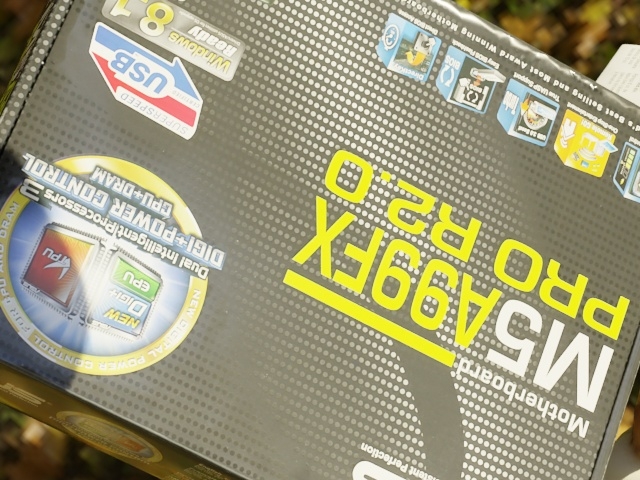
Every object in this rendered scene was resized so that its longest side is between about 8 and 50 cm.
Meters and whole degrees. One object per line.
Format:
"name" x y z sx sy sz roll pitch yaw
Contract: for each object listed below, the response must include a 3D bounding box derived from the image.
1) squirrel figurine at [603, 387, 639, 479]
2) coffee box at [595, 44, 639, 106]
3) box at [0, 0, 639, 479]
"squirrel figurine" 0.319 0.276 1.169 0.370 0.397 0.281 39 91 31
"coffee box" 0.330 -0.021 1.313 0.297 0.168 0.119 9 39 28
"box" 0.000 0.000 0.756 0.060 0.270 0.216 -33 32 64
